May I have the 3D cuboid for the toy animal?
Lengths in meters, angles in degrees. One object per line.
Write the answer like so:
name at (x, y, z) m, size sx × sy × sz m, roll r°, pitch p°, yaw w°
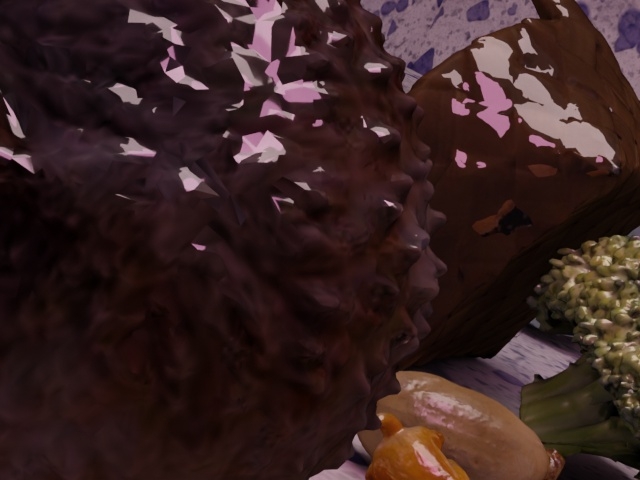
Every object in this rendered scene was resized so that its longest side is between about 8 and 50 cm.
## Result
toy animal at (0.062, 0.130, 1.007) m, size 0.081 × 0.060 × 0.083 m, roll 64°, pitch -7°, yaw -23°

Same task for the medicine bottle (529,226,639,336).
medicine bottle at (0.238, -0.004, 1.836) m, size 0.158 × 0.158 × 0.318 m, roll 25°, pitch 10°, yaw 3°

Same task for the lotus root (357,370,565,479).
lotus root at (0.068, 0.112, 1.087) m, size 0.150 × 0.062 × 0.073 m, roll 22°, pitch -9°, yaw -8°

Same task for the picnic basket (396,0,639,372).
picnic basket at (0.067, -0.087, 1.402) m, size 0.337 × 0.293 × 0.337 m, roll 45°, pitch 14°, yaw -15°

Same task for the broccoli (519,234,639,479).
broccoli at (0.215, 0.096, 1.246) m, size 0.198 × 0.176 × 0.226 m, roll 60°, pitch 37°, yaw -22°

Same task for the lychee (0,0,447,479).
lychee at (-0.100, -0.017, 0.733) m, size 0.300 × 0.300 × 0.300 m, roll 24°, pitch 10°, yaw -4°
